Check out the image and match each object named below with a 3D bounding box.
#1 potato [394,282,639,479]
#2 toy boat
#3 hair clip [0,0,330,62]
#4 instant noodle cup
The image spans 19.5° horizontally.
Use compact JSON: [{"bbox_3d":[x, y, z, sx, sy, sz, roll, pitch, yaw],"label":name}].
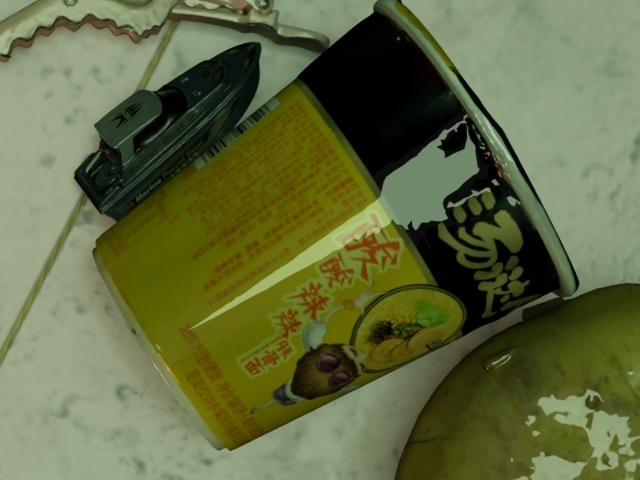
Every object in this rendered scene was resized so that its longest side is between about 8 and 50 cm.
[{"bbox_3d":[0.160,0.130,1.134,0.197,0.148,0.228,35,83,-19],"label":"potato"},{"bbox_3d":[-0.088,-0.072,1.140,0.141,0.055,0.060,-42,128,-1],"label":"toy boat"},{"bbox_3d":[-0.107,-0.148,1.161,0.226,0.034,0.072,-3,87,-9],"label":"hair clip"},{"bbox_3d":[0.000,0.000,1.099,0.236,0.215,0.215,-32,92,-2],"label":"instant noodle cup"}]
